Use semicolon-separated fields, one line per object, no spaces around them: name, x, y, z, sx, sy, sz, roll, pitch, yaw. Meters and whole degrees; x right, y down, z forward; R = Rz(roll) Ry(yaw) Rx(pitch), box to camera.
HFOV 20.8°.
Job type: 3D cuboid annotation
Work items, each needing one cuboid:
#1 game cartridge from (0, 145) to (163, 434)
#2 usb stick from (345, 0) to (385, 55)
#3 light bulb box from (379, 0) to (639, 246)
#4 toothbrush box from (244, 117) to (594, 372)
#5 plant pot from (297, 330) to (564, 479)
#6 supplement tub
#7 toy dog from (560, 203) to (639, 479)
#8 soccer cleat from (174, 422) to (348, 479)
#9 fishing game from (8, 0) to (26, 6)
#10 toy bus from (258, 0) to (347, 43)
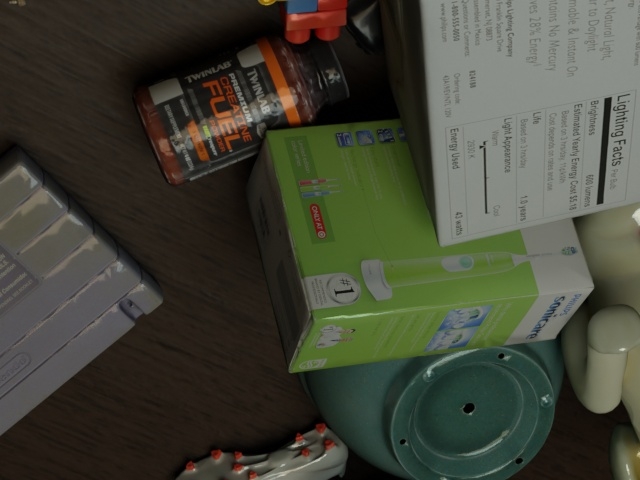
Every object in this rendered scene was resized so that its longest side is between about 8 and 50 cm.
game cartridge;-0.364;0.088;1.753;0.355;0.068;0.230;-39;115;7
usb stick;0.133;-0.289;1.693;0.278;0.045;0.077;-40;111;8
light bulb box;0.242;-0.211;1.503;0.361;0.225;0.358;-13;146;-2
toothbrush box;0.090;-0.003;1.678;0.283;0.206;0.122;-7;153;-17
plant pot;0.133;0.139;1.822;0.293;0.196;0.293;-6;117;-11
supplement tub;-0.075;-0.134;1.684;0.197;0.106;0.106;-23;119;-2
toy dog;0.390;0.068;1.786;0.284;0.395;0.408;-17;98;25
soccer cleat;-0.063;0.261;1.911;0.196;0.068;0.076;-16;132;-5
fishing game;-0.196;-0.336;1.529;0.264;0.041;0.189;-24;79;16
toy bus;0.022;-0.289;1.613;0.220;0.149;0.211;-10;126;-11
